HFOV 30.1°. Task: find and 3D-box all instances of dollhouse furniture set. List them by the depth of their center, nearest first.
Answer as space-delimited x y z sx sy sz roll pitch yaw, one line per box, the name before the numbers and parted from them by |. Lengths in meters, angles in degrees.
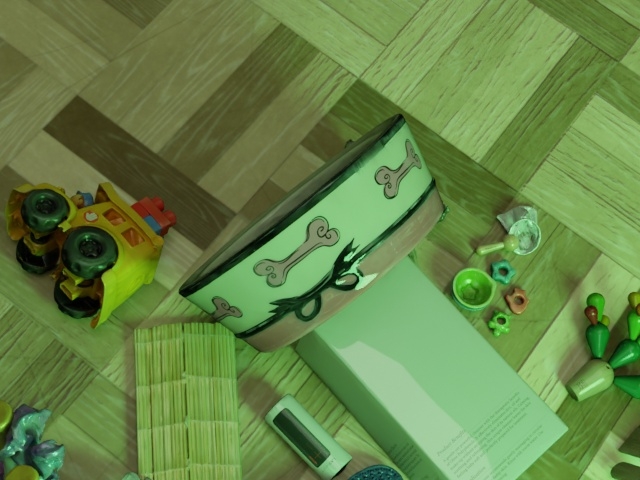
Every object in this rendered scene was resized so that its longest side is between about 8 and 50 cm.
dollhouse furniture set | 0.513 0.391 1.791 0.144 0.123 0.151 -42 113 -21

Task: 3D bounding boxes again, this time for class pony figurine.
pony figurine | -0.388 0.369 1.534 0.303 0.363 0.351 19 52 14

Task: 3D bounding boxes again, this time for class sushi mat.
sushi mat | -0.194 0.272 1.747 0.151 0.019 0.316 -2 67 -7

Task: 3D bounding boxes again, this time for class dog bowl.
dog bowl | 0.000 0.000 1.703 0.408 0.408 0.150 -41 96 -21

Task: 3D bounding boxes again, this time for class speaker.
speaker | -0.018 0.291 1.745 0.055 0.055 0.136 -41 78 -21

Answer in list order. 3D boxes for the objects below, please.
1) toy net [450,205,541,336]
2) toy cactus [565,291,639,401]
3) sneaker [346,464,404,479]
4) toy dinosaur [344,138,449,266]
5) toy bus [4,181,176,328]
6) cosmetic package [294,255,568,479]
toy net | 0.303 0.035 1.902 0.122 0.045 0.232 33 67 7
toy cactus | 0.464 0.187 1.840 0.180 0.112 0.219 -34 84 -9
sneaker | 0.029 0.408 1.695 0.081 0.090 0.232 45 47 13
toy dinosaur | 0.134 -0.052 1.911 0.118 0.064 0.268 -25 75 -10
toy bus | -0.334 -0.014 1.792 0.220 0.149 0.211 43 55 14
cosmetic package | 0.156 0.215 1.746 0.197 0.155 0.365 -37 76 -21
